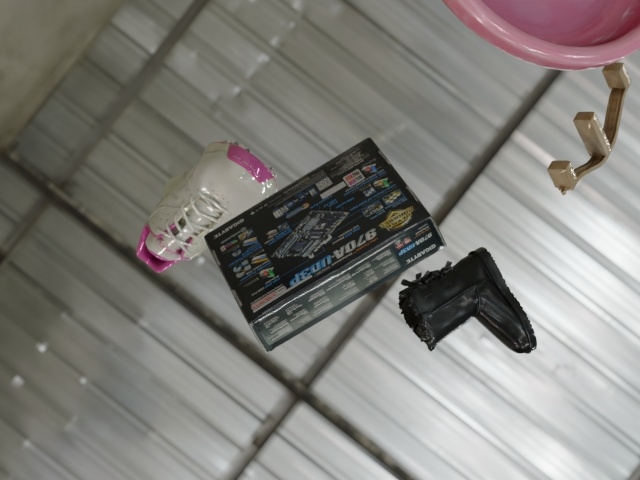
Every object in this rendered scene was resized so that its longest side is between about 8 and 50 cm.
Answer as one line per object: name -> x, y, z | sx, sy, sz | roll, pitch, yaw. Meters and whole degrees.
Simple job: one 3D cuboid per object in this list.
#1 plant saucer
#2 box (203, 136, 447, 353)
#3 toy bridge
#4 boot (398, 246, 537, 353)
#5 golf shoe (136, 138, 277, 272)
plant saucer -> 0.228, -0.330, 1.457 | 0.332, 0.332, 0.084 | -52, -171, -27
box -> 0.000, 0.000, 1.467 | 0.220, 0.051, 0.175 | -31, -141, -2
toy bridge -> 0.313, -0.120, 1.581 | 0.026, 0.063, 0.188 | 3, -131, 40
boot -> 0.138, 0.073, 1.312 | 0.099, 0.121, 0.045 | -28, 177, -19
golf shoe -> -0.152, -0.034, 1.798 | 0.140, 0.115, 0.306 | -55, -170, -24
